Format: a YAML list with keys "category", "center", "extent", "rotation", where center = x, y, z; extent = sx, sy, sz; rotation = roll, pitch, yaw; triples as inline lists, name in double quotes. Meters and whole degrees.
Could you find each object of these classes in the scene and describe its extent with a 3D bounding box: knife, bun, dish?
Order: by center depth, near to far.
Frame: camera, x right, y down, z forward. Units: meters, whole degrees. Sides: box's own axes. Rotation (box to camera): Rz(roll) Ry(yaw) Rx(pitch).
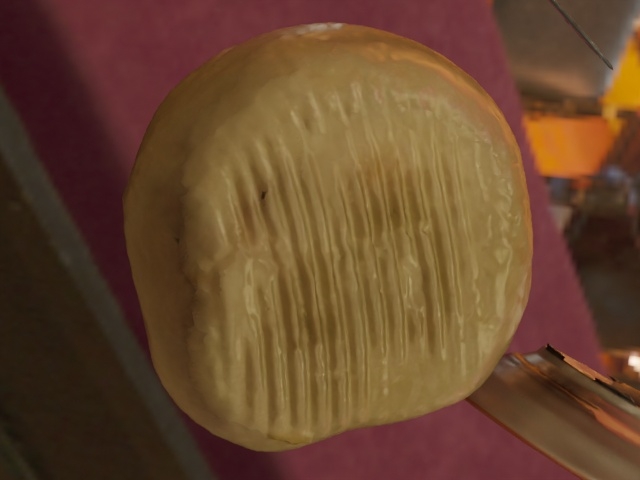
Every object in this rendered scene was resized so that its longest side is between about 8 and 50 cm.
- category: "bun"
  center: [0.000, 0.000, 1.491]
  extent: [0.361, 0.213, 0.361]
  rotation: [-5, 107, -18]
- category: "dish"
  center: [0.249, 0.162, 1.674]
  extent: [0.085, 0.260, 0.260]
  rotation: [-58, 147, 4]
- category: "knife"
  center: [0.188, -0.286, 1.819]
  extent: [0.019, 0.313, 0.044]
  rotation: [-40, 170, 6]
